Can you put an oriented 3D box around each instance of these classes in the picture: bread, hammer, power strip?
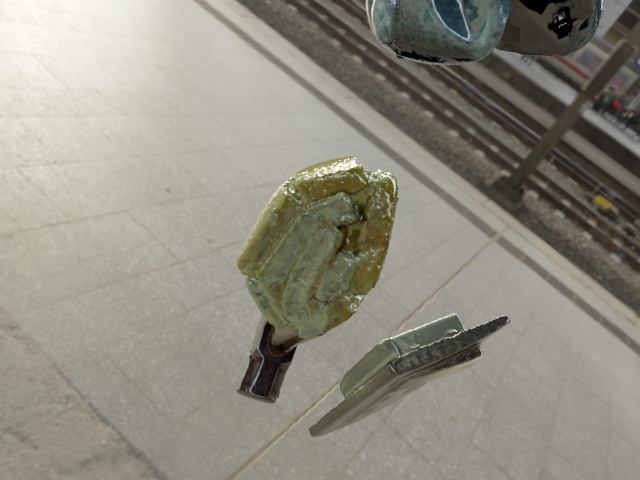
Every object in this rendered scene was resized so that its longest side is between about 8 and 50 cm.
[{"bbox_3d":[0.000,0.000,0.847,0.186,0.257,0.124,29,22,1],"label":"bread"},{"bbox_3d":[-0.049,0.176,1.172,0.095,0.409,0.242,22,70,-11],"label":"hammer"},{"bbox_3d":[0.121,0.183,0.932,0.257,0.251,0.092,-12,69,-38],"label":"power strip"}]

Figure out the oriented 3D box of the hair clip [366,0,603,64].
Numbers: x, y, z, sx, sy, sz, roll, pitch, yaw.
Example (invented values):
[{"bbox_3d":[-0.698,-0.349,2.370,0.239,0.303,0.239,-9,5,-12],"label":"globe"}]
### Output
[{"bbox_3d":[0.103,-0.262,0.344,0.195,0.310,0.206,-13,48,-31],"label":"hair clip"}]
